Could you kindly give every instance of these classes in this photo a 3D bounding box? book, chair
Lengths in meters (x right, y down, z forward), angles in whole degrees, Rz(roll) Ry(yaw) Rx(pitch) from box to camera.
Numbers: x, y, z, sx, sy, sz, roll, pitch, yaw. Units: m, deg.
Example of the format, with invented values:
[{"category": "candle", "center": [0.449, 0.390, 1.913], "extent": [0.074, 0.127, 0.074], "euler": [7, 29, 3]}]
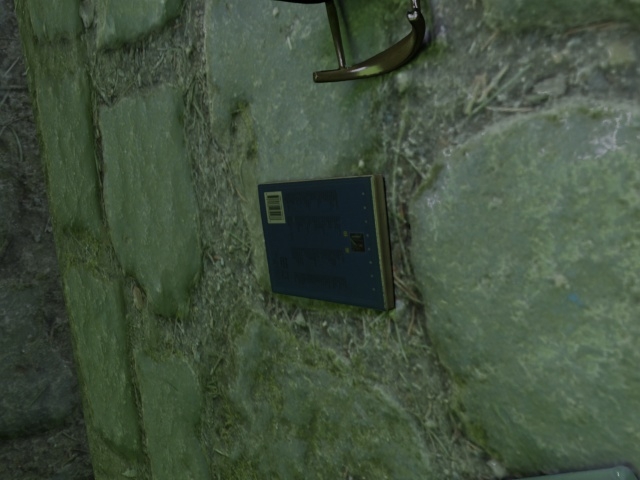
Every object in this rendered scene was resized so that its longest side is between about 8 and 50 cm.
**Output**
[{"category": "book", "center": [0.000, 0.000, 0.895], "extent": [0.269, 0.025, 0.191], "euler": [2, 102, 49]}, {"category": "chair", "center": [0.007, -0.336, 0.690], "extent": [0.188, 0.166, 0.272], "euler": [-16, 87, 50]}]

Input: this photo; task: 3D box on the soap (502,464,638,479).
[{"category": "soap", "center": [0.240, 0.366, 0.659], "extent": [0.289, 0.095, 0.173], "euler": [-36, 74, 46]}]
